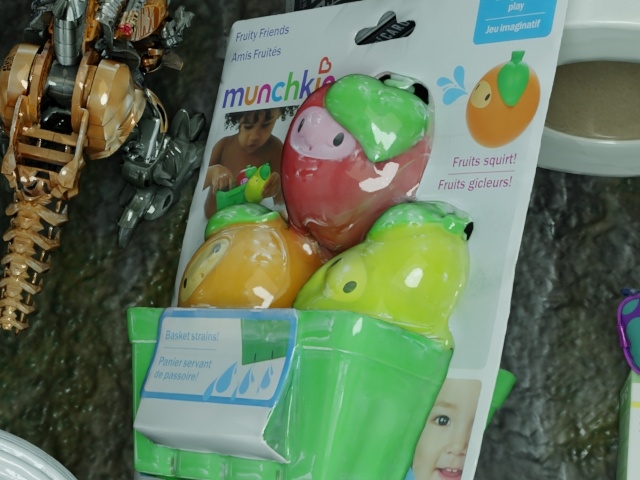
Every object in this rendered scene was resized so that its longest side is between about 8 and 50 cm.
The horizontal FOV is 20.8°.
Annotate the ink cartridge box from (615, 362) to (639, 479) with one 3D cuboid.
[{"bbox_3d":[0.281,0.205,1.160,0.171,0.056,0.235,8,60,2],"label":"ink cartridge box"}]

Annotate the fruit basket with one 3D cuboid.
[{"bbox_3d":[0.000,0.000,1.123,0.165,0.327,0.353,16,79,-41],"label":"fruit basket"}]

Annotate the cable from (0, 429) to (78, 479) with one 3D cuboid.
[{"bbox_3d":[-0.250,0.241,1.103,0.257,0.089,0.257,44,80,-11],"label":"cable"}]

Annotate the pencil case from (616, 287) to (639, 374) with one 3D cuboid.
[{"bbox_3d":[0.272,0.039,1.206,0.152,0.070,0.064,-23,111,-33],"label":"pencil case"}]

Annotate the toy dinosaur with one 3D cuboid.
[{"bbox_3d":[-0.175,-0.099,1.203,0.164,0.218,0.322,33,73,11],"label":"toy dinosaur"}]

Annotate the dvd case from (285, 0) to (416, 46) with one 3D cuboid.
[{"bbox_3d":[0.045,-0.219,1.245,0.030,0.239,0.179,17,62,-28],"label":"dvd case"}]

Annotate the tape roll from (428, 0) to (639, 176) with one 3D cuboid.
[{"bbox_3d":[0.207,-0.167,1.214,0.246,0.246,0.169,7,70,3],"label":"tape roll"}]
